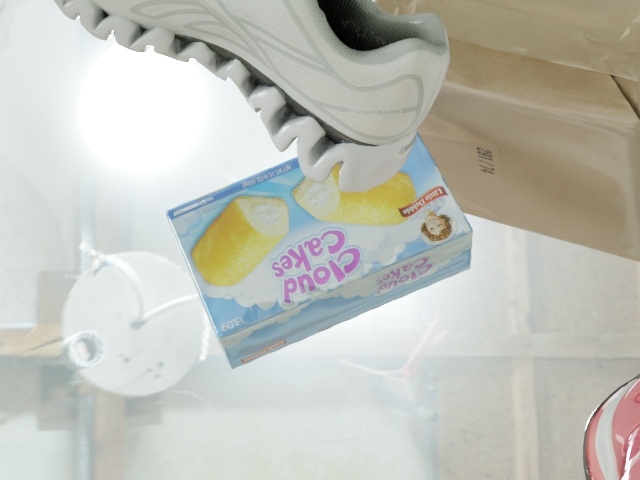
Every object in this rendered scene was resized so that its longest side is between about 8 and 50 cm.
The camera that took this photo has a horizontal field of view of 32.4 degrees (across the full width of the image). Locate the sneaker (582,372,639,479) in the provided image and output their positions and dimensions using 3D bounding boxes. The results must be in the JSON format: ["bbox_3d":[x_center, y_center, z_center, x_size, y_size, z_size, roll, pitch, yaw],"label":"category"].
[{"bbox_3d":[0.227,0.162,0.656,0.116,0.136,0.314,50,-141,-2],"label":"sneaker"}]

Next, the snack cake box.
[{"bbox_3d":[0.000,0.000,1.091,0.264,0.089,0.152,-23,-117,-7],"label":"snack cake box"}]

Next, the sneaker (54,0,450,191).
[{"bbox_3d":[-0.053,-0.153,0.658,0.292,0.118,0.110,31,-131,-3],"label":"sneaker"}]

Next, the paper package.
[{"bbox_3d":[0.234,-0.144,1.199,0.309,0.325,0.168,18,-108,24],"label":"paper package"}]
